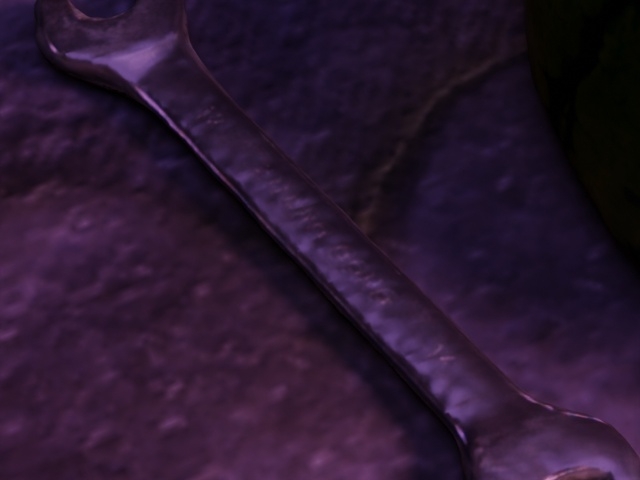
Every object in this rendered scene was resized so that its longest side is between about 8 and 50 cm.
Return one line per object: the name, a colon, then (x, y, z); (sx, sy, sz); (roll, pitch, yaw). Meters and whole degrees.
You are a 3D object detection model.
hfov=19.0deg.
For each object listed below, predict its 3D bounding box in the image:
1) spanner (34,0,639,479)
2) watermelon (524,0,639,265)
spanner: (0.000, 0.000, 0.581); (0.054, 0.015, 0.254); (-38, 69, -16)
watermelon: (0.232, -0.115, 0.550); (0.330, 0.189, 0.331); (1, 68, -3)
